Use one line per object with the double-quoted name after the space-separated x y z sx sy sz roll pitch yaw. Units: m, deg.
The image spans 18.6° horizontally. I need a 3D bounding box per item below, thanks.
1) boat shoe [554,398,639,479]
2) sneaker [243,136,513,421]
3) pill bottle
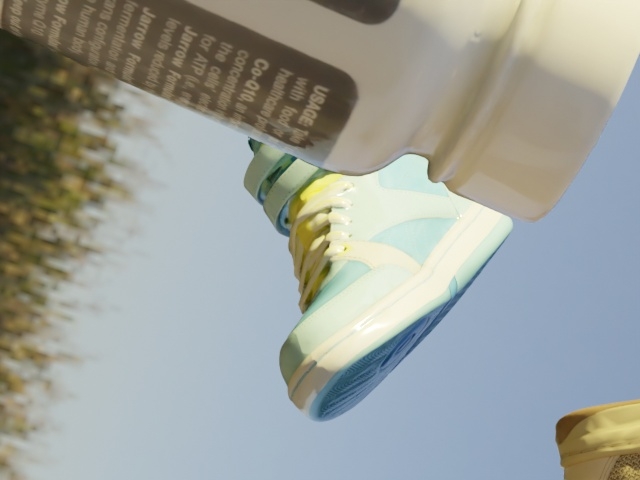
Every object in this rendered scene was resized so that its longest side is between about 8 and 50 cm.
0.308 0.136 1.149 0.341 0.121 0.110 -12 -109 27 "boat shoe"
0.000 0.000 1.442 0.127 0.208 0.319 -51 174 28 "sneaker"
-0.022 -0.155 0.983 0.204 0.361 0.204 -156 -90 -86 "pill bottle"
